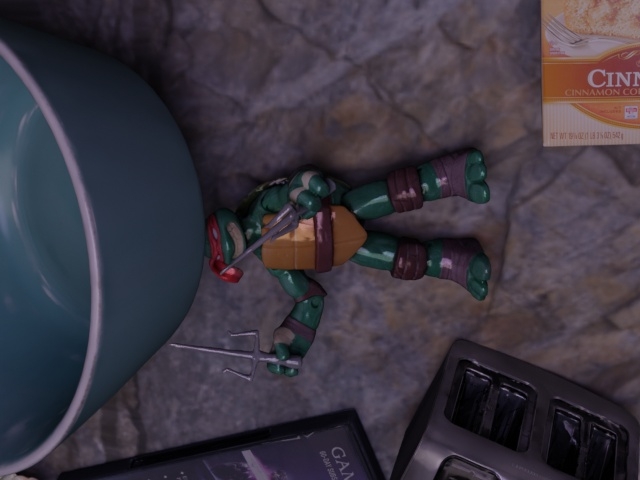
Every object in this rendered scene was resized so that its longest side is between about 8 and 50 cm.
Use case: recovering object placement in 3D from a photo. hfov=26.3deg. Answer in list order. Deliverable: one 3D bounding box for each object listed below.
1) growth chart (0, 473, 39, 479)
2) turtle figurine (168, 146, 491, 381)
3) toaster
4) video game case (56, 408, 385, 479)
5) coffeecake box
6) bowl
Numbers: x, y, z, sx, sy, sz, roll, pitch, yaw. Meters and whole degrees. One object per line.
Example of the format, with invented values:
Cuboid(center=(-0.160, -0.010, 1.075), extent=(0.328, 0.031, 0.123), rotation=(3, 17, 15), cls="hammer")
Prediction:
Cuboid(center=(-0.233, 0.295, 1.212), extent=(0.237, 0.021, 0.172), rotation=(45, 126, -12), cls="growth chart")
Cuboid(center=(0.000, 0.000, 0.972), extent=(0.234, 0.118, 0.175), rotation=(-9, 137, -5), cls="turtle figurine")
Cuboid(center=(0.145, 0.177, 1.028), extent=(0.168, 0.185, 0.110), rotation=(25, 118, 3), cls="toaster")
Cuboid(center=(-0.067, 0.254, 1.182), extent=(0.274, 0.026, 0.196), rotation=(-15, 117, 15), cls="video game case")
Cuboid(center=(0.212, -0.158, 0.876), extent=(0.142, 0.068, 0.185), rotation=(-1, 119, 10), cls="coffeecake box")
Cuboid(center=(-0.198, -0.014, 0.926), extent=(0.312, 0.163, 0.311), rotation=(12, 109, 37), cls="bowl")
